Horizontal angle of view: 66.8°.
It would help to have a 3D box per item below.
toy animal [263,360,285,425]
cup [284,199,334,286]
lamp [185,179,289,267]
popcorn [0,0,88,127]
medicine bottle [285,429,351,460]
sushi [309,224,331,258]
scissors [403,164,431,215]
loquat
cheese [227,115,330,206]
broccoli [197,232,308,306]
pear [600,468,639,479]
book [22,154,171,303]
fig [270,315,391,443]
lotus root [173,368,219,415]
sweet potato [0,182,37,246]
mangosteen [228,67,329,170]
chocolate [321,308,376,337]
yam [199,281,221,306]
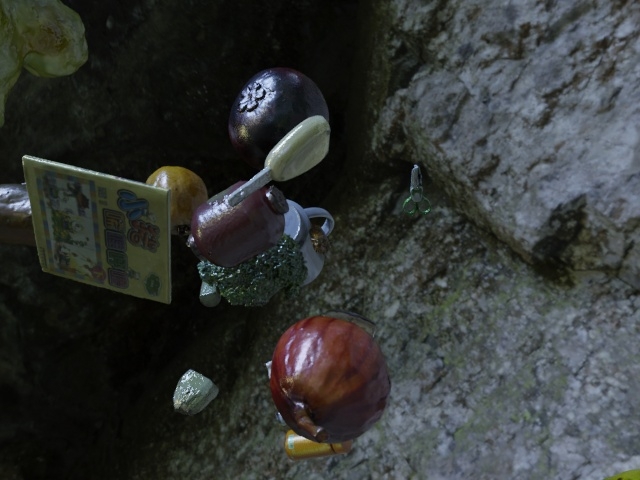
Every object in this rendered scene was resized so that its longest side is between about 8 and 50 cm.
[{"bbox_3d":[-0.037,0.196,0.676,0.071,0.124,0.085,-9,-96,-11],"label":"toy animal"},{"bbox_3d":[-0.094,-0.012,1.746,0.323,0.236,0.326,-38,-25,-6],"label":"cup"},{"bbox_3d":[-0.193,-0.036,1.139,0.258,0.180,0.180,-29,-49,14],"label":"lamp"},{"bbox_3d":[-0.210,-0.116,0.241,0.136,0.141,0.162,-23,-32,24],"label":"popcorn"},{"bbox_3d":[-0.008,0.625,1.512,0.192,0.096,0.096,-18,-48,20],"label":"medicine bottle"},{"bbox_3d":[-0.004,0.002,1.489,0.062,0.060,0.118,-31,-67,14],"label":"sushi"},{"bbox_3d":[0.340,-0.176,1.723,0.101,0.027,0.204,-5,-52,9],"label":"scissors"},{"bbox_3d":[-0.409,-0.112,1.399,0.176,0.234,0.187,-34,-30,16],"label":"loquat"},{"bbox_3d":[-0.084,-0.147,0.963,0.251,0.054,0.127,-41,-18,-19],"label":"cheese"},{"bbox_3d":[-0.180,0.067,1.371,0.288,0.260,0.235,30,-84,-5],"label":"broccoli"},{"bbox_3d":[0.444,0.418,0.651,0.198,0.198,0.198,-13,-55,-19],"label":"pear"},{"bbox_3d":[-0.279,-0.010,0.617,0.193,0.013,0.167,13,-60,7],"label":"book"},{"bbox_3d":[0.010,0.151,0.480,0.129,0.150,0.128,-3,-48,-3],"label":"fig"},{"bbox_3d":[-0.440,0.526,1.672,0.143,0.144,0.070,19,-47,10],"label":"lotus root"},{"bbox_3d":[-0.640,-0.057,1.102,0.370,0.157,0.157,-1,-57,-3],"label":"sweet potato"},{"bbox_3d":[-0.106,-0.325,1.367,0.293,0.297,0.297,35,-79,-31],"label":"mangosteen"},{"bbox_3d":[0.056,0.356,1.516,0.185,0.100,0.303,15,-81,0],"label":"chocolate"},{"bbox_3d":[-0.335,0.126,1.503,0.069,0.169,0.068,-2,-56,-4],"label":"yam"}]
